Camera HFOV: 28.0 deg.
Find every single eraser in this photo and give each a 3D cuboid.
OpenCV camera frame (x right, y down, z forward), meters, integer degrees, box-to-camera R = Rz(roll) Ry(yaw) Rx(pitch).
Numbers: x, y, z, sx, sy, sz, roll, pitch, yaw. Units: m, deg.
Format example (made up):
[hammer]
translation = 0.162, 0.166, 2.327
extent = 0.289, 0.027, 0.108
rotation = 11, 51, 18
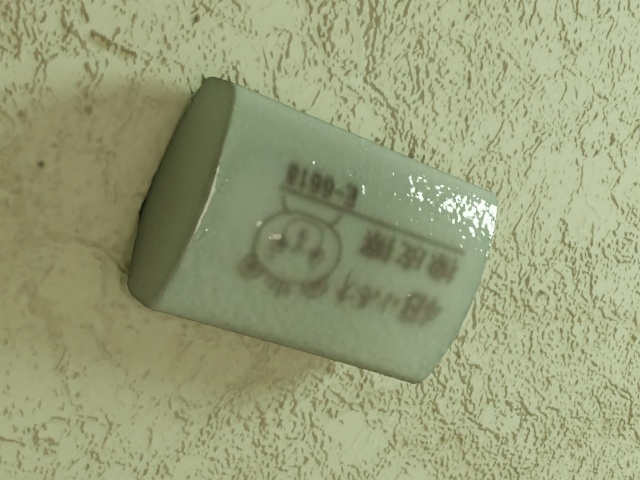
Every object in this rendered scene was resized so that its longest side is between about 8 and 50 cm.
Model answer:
[eraser]
translation = 0.000, 0.000, 1.001
extent = 0.270, 0.094, 0.174
rotation = 19, 95, -36
